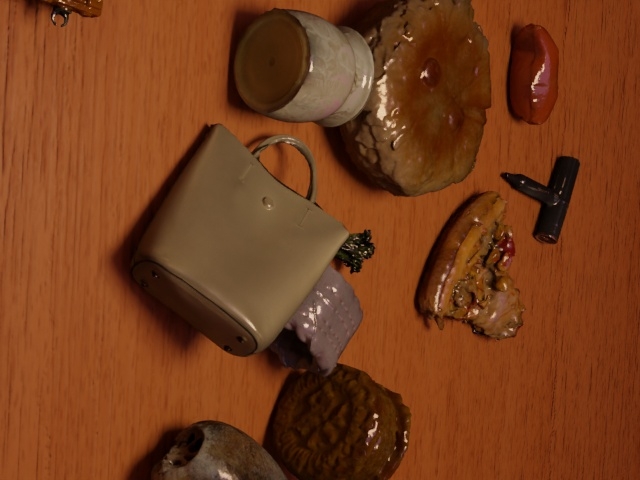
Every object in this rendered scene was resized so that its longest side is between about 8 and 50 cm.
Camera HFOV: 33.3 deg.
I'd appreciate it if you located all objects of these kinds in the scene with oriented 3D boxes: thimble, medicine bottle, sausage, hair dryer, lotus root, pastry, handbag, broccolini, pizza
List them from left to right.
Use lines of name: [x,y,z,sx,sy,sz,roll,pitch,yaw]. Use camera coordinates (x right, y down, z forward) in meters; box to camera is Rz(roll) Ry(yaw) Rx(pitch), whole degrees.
lotus root: [-0.101,0.366,1.424,0.158,0.140,0.322,-57,134,-27]
handbag: [-0.085,-0.025,1.388,0.241,0.109,0.315,40,62,-12]
medicine bottle: [-0.021,-0.229,1.437,0.143,0.147,0.147,5,91,-51]
thimble: [-0.021,0.105,1.488,0.118,0.127,0.151,-54,131,-27]
broccolini: [-0.004,-0.010,1.552,0.201,0.074,0.058,23,40,-35]
pastry: [0.028,0.268,1.515,0.103,0.189,0.188,37,68,-45]
pastry: [0.136,-0.223,1.614,0.330,0.136,0.329,-10,103,-47]
pizza: [0.263,0.087,1.840,0.251,0.074,0.287,-34,117,-37]
sausage: [0.382,-0.297,1.914,0.089,0.089,0.179,-13,109,-46]
hair dryer: [0.407,-0.112,1.995,0.195,0.050,0.173,36,65,-40]

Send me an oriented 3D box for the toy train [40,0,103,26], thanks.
toy train: [-0.259,-0.345,1.179,0.089,0.127,0.219,13,84,-47]
